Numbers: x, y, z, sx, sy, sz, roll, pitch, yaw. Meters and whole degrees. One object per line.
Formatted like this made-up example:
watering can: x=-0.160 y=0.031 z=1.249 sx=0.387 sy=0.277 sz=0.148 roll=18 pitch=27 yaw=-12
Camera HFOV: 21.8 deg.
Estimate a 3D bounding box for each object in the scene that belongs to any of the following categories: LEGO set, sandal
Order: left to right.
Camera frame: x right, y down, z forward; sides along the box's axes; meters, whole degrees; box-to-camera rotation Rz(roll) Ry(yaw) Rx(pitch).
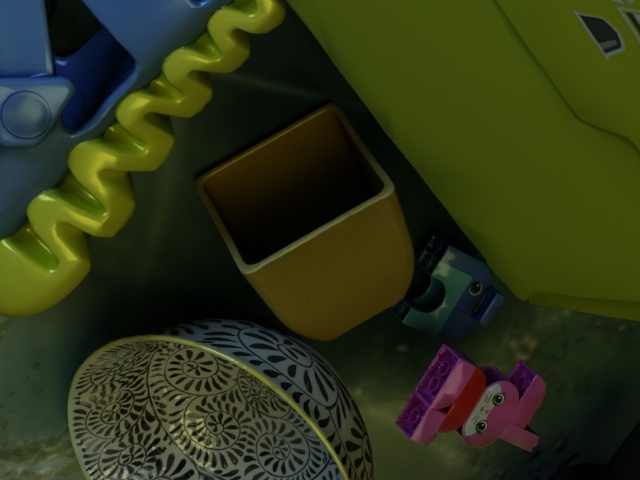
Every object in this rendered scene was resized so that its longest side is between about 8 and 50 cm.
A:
sandal: x=-0.094 y=-0.117 z=0.701 sx=0.138 sy=0.126 sz=0.317 roll=32 pitch=101 yaw=-24
LEGO set: x=0.121 y=0.002 z=0.848 sx=0.093 sy=0.087 sz=0.227 roll=26 pitch=99 yaw=-30

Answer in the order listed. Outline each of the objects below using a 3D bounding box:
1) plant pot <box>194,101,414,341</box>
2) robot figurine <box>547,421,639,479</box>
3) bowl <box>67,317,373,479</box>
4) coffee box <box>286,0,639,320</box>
plant pot: x=0.000 y=0.000 z=0.812 sx=0.081 sy=0.081 sz=0.083 roll=-30 pitch=132 yaw=-2
robot figurine: x=0.159 y=0.235 z=0.925 sx=0.209 sy=0.173 sz=0.278 roll=29 pitch=105 yaw=-1
bowl: x=-0.035 y=0.097 z=0.829 sx=0.080 sy=0.170 sz=0.170 roll=-45 pitch=133 yaw=-45
coffee box: x=0.183 y=-0.186 z=0.562 sx=0.334 sy=0.338 sz=0.337 roll=-52 pitch=121 yaw=-20
